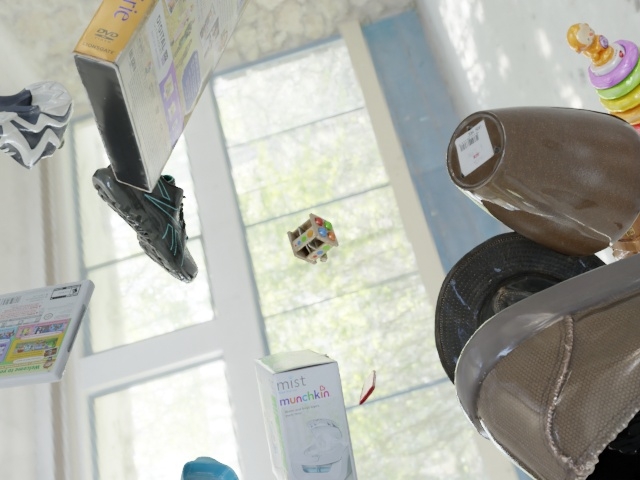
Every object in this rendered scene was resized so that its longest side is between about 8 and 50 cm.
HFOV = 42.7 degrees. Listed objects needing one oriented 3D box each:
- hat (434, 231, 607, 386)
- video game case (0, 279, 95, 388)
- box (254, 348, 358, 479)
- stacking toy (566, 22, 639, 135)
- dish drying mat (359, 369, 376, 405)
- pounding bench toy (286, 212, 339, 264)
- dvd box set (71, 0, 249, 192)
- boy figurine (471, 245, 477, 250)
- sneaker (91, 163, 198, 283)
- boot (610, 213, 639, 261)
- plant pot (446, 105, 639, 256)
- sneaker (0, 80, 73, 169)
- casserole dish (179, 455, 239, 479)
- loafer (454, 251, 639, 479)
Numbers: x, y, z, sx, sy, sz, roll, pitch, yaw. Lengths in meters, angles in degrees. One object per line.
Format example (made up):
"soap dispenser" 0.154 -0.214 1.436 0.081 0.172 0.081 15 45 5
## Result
"hat" 0.322 0.136 1.199 0.134 0.331 0.331 33 -139 -75
"video game case" -0.487 0.156 1.335 0.193 0.212 0.023 -82 -24 -43
"box" -0.030 0.331 1.520 0.262 0.126 0.231 170 90 -78
"stacking toy" 0.574 -0.318 1.560 0.302 0.175 0.166 33 159 -26
"dish drying mat" 0.065 0.198 1.102 0.008 0.032 0.083 37 -172 1
"pounding bench toy" 0.000 0.000 1.356 0.083 0.065 0.052 24 -143 -45
"dvd box set" -0.185 -0.313 1.108 0.307 0.062 0.420 98 -168 -67
"boy figurine" 0.290 0.139 1.354 0.092 0.177 0.285 -46 53 42
"sneaker" -0.244 -0.034 1.277 0.101 0.106 0.267 29 156 38
"boot" 0.552 -0.036 1.495 0.220 0.109 0.283 66 -168 8
"plant pot" 0.293 -0.101 1.136 0.215 0.230 0.215 -21 64 51
"sneaker" -0.519 -0.166 1.330 0.094 0.235 0.153 49 145 26
"casserole dish" -0.175 0.441 1.341 0.114 0.037 0.188 15 -148 -34
"loafer" 0.265 0.053 0.467 0.134 0.366 0.130 57 -174 -38
